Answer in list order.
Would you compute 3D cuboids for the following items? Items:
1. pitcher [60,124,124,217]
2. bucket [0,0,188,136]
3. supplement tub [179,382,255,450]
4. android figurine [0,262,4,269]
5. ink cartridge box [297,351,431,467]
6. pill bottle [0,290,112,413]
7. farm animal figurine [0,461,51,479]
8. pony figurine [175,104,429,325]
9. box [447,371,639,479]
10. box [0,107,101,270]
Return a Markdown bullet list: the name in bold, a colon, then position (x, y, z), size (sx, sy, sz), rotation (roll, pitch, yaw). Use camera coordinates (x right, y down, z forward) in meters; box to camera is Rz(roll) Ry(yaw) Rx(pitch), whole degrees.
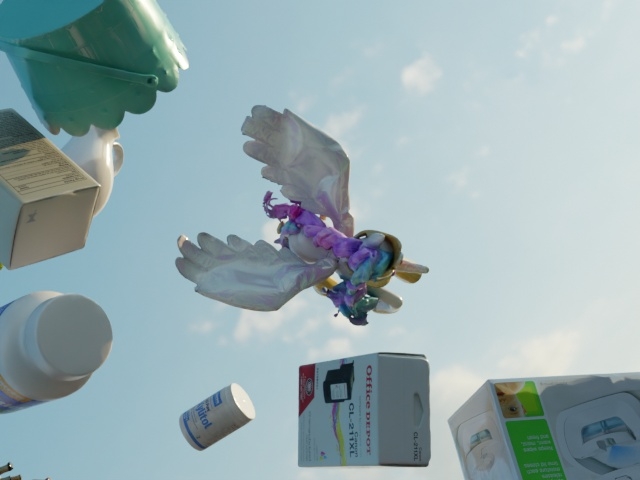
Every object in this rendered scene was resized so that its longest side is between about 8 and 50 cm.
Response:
- **pitcher**: position (-0.445, -0.131, 2.019), size (0.178, 0.125, 0.207), rotation (58, -140, -58)
- **bucket**: position (-0.368, -0.315, 1.645), size (0.281, 0.281, 0.183), rotation (-37, -50, -13)
- **supplement tub**: position (-0.167, 0.284, 1.678), size (0.107, 0.071, 0.071), rotation (-34, -24, 11)
- **android figurine**: position (-0.652, -0.003, 1.935), size (0.273, 0.248, 0.056), rotation (-61, -42, -37)
- **ink cartridge box**: position (0.047, 0.201, 1.219), size (0.072, 0.128, 0.175), rotation (8, -16, -30)
- **pill bottle**: position (-0.405, 0.156, 1.466), size (0.152, 0.152, 0.272), rotation (-18, -2, -41)
- **farm animal figurine**: position (-0.550, 0.579, 1.823), size (0.172, 0.330, 0.327), rotation (-18, -28, 0)
- **pony figurine**: position (0.000, 0.000, 1.591), size (0.363, 0.351, 0.303), rotation (62, -128, -79)
- **box**: position (0.314, 0.288, 1.234), size (0.261, 0.231, 0.127), rotation (1, -34, -21)
- **box**: position (-0.472, -0.083, 1.590), size (0.148, 0.232, 0.127), rotation (-20, -39, -48)
